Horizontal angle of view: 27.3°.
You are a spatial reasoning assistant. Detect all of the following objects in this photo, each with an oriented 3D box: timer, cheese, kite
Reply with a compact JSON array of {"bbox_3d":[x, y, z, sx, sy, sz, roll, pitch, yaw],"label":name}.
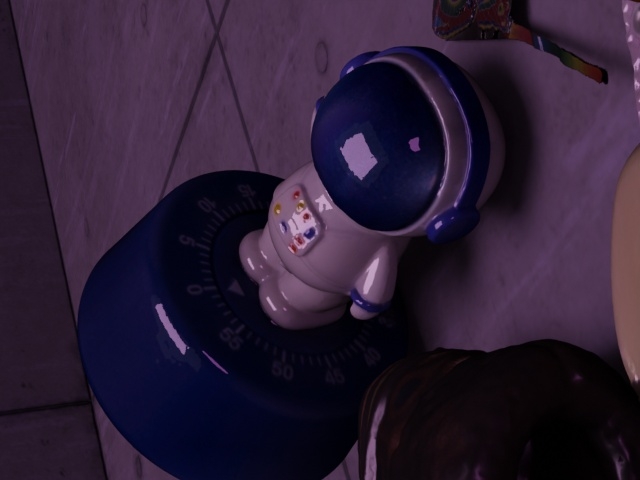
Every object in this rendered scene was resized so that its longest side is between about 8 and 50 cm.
[{"bbox_3d":[0.000,0.000,1.022,0.383,0.270,0.270,-50,47,41],"label":"timer"},{"bbox_3d":[0.198,-0.039,0.733,0.127,0.050,0.255,142,124,-68],"label":"cheese"},{"bbox_3d":[0.136,-0.185,0.889,0.285,0.015,0.152,-127,39,-63],"label":"kite"}]

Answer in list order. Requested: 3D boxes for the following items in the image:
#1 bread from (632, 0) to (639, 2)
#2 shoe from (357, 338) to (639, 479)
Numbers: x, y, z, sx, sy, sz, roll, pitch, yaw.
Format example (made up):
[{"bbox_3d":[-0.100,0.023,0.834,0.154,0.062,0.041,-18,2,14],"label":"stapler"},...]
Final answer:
[{"bbox_3d":[0.210,-0.231,0.630,0.271,0.077,0.139,129,136,-57],"label":"bread"},{"bbox_3d":[0.121,0.255,0.826,0.237,0.171,0.384,162,109,-71],"label":"shoe"}]
